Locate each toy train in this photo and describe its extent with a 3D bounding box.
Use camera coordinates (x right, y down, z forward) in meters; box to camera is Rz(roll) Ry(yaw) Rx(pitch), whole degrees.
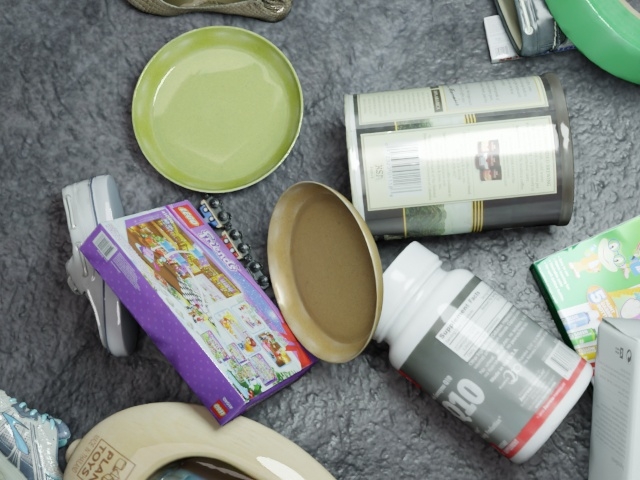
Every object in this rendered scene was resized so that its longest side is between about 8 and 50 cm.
[{"bbox_3d":[-0.121,0.005,1.630,0.036,0.027,0.158,-34,81,10],"label":"toy train"}]

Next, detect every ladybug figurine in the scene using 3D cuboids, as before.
[{"bbox_3d":[-0.126,0.378,1.498,0.449,0.162,0.305,34,84,8],"label":"ladybug figurine"}]

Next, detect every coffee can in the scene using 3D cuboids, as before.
[{"bbox_3d":[0.176,-0.107,1.540,0.276,0.201,0.201,-5,80,3],"label":"coffee can"}]

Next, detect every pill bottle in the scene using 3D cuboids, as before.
[{"bbox_3d":[0.192,0.140,1.518,0.283,0.161,0.161,38,85,9],"label":"pill bottle"}]

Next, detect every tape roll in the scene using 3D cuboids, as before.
[{"bbox_3d":[0.445,-0.364,1.569,0.321,0.077,0.321,5,73,-18],"label":"tape roll"}]

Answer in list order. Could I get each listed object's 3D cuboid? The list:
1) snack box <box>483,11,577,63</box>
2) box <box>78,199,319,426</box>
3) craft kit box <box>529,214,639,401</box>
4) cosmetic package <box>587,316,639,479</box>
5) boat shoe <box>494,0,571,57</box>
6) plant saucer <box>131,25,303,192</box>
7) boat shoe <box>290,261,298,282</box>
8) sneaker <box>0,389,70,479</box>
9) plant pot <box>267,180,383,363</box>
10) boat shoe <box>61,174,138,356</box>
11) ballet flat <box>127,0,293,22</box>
[{"bbox_3d":[0.322,-0.296,1.652,0.178,0.022,0.064,-10,78,2],"label":"snack box"},{"bbox_3d":[-0.153,0.085,1.530,0.293,0.201,0.057,50,117,10],"label":"box"},{"bbox_3d":[0.443,0.094,1.565,0.247,0.061,0.249,-24,80,-3],"label":"craft kit box"},{"bbox_3d":[0.445,0.298,1.423,0.217,0.156,0.384,4,97,-5],"label":"cosmetic package"},{"bbox_3d":[0.252,-0.391,1.615,0.091,0.114,0.302,-22,70,-8],"label":"boat shoe"},{"bbox_3d":[-0.143,-0.181,1.656,0.241,0.037,0.240,-1,81,4],"label":"plant saucer"},{"bbox_3d":[0.000,0.000,1.614,0.045,0.050,0.135,20,92,3],"label":"boat shoe"},{"bbox_3d":[-0.407,0.263,1.582,0.122,0.110,0.283,-30,82,-19],"label":"sneaker"},{"bbox_3d":[0.010,0.038,1.504,0.032,0.236,0.236,-13,78,-35],"label":"plant pot"},{"bbox_3d":[-0.305,0.039,1.611,0.084,0.095,0.258,-12,70,6],"label":"boat shoe"},{"bbox_3d":[-0.163,-0.356,1.675,0.250,0.058,0.084,9,81,5],"label":"ballet flat"}]
